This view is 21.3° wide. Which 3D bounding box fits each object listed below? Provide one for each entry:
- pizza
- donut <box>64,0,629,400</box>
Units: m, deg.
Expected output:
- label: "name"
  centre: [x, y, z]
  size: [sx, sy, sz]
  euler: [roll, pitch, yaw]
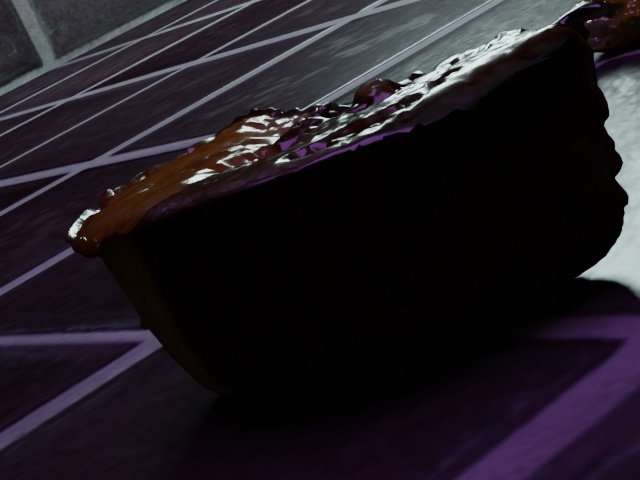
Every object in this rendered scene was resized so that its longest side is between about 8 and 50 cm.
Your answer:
- label: "pizza"
  centre: [0.198, -0.143, 0.905]
  size: [0.160, 0.036, 0.099]
  euler: [-30, 13, -19]
- label: "donut"
  centre: [-0.001, -0.001, 0.595]
  size: [0.141, 0.085, 0.217]
  euler: [-32, 14, -28]
